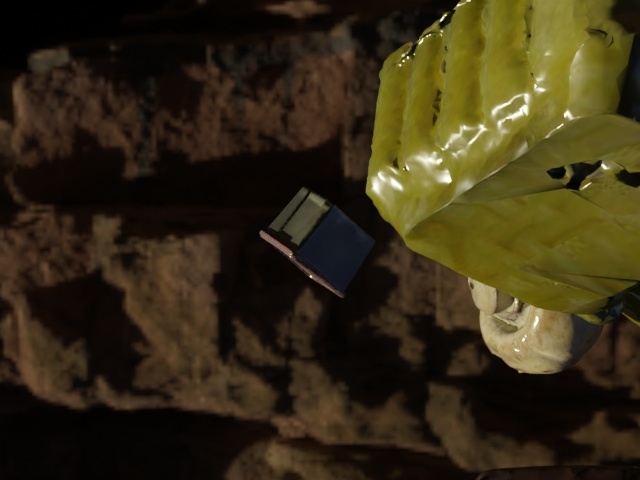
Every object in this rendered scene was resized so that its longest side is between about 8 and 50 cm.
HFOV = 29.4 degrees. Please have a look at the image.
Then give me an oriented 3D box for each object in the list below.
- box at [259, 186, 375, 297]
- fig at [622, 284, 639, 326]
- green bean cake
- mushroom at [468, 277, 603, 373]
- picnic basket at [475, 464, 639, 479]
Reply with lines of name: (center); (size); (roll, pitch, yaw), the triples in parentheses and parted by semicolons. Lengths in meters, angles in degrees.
box: (0.000, 0.000, 1.097); (0.084, 0.063, 0.060); (39, 177, -41)
fig: (0.410, 0.009, 1.280); (0.239, 0.239, 0.271); (-4, -141, -29)
green bean cake: (0.168, -0.051, 0.685); (0.233, 0.124, 0.236); (21, 149, -22)
mushroom: (0.216, 0.055, 1.233); (0.127, 0.166, 0.166); (0, -175, -14)
picnic basket: (0.323, 0.391, 1.617); (0.297, 0.222, 0.129); (-4, 151, 15)
